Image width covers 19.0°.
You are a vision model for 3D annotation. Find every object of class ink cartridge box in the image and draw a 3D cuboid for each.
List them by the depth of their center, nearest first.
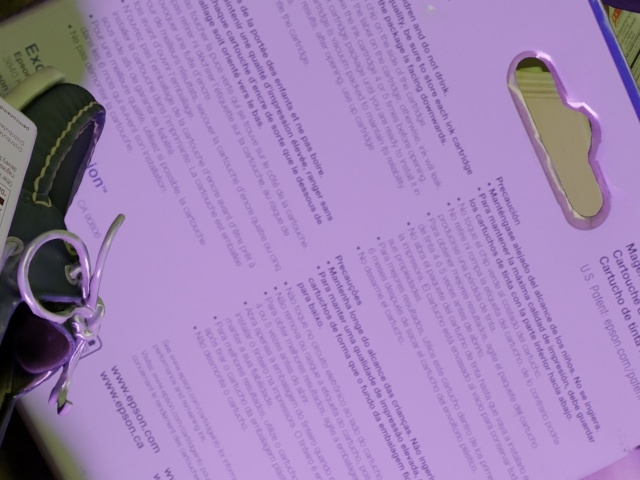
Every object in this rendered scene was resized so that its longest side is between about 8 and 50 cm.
[{"bbox_3d":[0.000,0.000,0.917,0.324,0.330,0.071,65,-3,-15],"label":"ink cartridge box"}]

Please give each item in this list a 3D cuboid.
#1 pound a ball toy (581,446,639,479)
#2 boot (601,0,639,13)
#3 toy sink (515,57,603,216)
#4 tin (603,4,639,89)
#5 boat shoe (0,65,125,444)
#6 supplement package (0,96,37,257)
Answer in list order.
[{"bbox_3d":[0.208,0.300,1.262,0.208,0.136,0.319,14,65,-55],"label":"pound a ball toy"},{"bbox_3d":[0.055,-0.260,1.097,0.445,0.367,0.146,10,102,-56],"label":"boot"},{"bbox_3d":[0.081,-0.036,1.197,0.131,0.153,0.234,-5,82,-58],"label":"toy sink"},{"bbox_3d":[0.273,-0.131,1.651,0.189,0.040,0.106,62,29,-19],"label":"tin"},{"bbox_3d":[-0.130,0.034,0.759,0.095,0.079,0.254,100,9,-47],"label":"boat shoe"},{"bbox_3d":[-0.228,0.032,0.631,0.149,0.194,0.203,39,46,-34],"label":"supplement package"}]
